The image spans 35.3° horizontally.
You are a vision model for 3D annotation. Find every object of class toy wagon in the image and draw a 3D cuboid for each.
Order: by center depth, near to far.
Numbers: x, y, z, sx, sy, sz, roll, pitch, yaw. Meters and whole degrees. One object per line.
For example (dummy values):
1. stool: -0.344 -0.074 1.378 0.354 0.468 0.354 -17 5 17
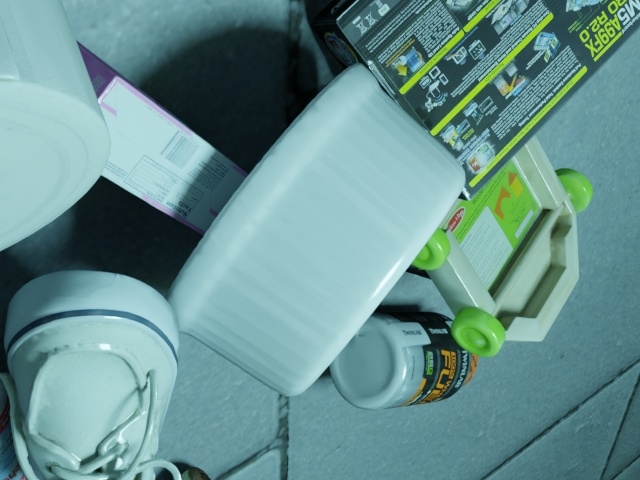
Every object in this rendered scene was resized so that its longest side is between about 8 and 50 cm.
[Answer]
1. toy wagon: 0.171 -0.057 1.077 0.344 0.068 0.267 56 51 -21

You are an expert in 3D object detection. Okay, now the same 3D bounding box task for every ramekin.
1. ramekin: 0.000 0.000 0.857 0.277 0.135 0.277 -51 179 -2

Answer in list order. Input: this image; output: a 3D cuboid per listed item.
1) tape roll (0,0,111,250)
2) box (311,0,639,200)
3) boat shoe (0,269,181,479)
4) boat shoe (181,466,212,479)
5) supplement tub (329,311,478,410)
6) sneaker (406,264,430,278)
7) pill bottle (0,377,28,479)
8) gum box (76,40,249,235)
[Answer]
1. tape roll: -0.230 -0.078 0.419 0.246 0.169 0.246 -20 169 -4
2. box: 0.156 -0.206 0.933 0.270 0.060 0.216 -45 114 -10
3. boat shoe: -0.184 0.169 0.804 0.136 0.156 0.367 0 148 -14
4. boat shoe: -0.134 0.355 1.180 0.095 0.095 0.257 -36 144 -12
5. supplement tub: 0.109 0.146 1.246 0.190 0.117 0.117 3 119 -51
6. sneaker: 0.142 -0.035 1.157 0.281 0.106 0.162 19 89 -52
7. pill bottle: -0.288 0.175 0.834 0.087 0.087 0.160 -32 142 -27
8. gum box: -0.141 -0.079 0.750 0.062 0.107 0.188 -52 146 1
